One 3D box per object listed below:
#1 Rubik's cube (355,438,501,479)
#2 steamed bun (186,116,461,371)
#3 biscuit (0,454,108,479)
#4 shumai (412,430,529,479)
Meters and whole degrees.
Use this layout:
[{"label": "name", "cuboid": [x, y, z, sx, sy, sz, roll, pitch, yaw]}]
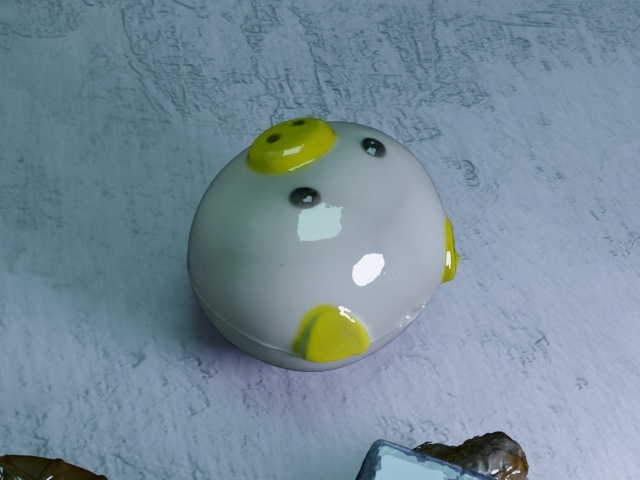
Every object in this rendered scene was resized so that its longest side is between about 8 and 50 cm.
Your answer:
[{"label": "Rubik's cube", "cuboid": [0.138, 0.421, 1.816, 0.303, 0.301, 0.305, 18, 70, 3]}, {"label": "steamed bun", "cuboid": [-0.001, 0.005, 2.254, 0.334, 0.334, 0.374, 36, 51, 19]}, {"label": "biscuit", "cuboid": [-0.305, 0.392, 1.917, 0.268, 0.115, 0.366, -12, 52, -27]}, {"label": "shumai", "cuboid": [0.194, 0.350, 2.105, 0.184, 0.218, 0.185, -24, 94, -40]}]
